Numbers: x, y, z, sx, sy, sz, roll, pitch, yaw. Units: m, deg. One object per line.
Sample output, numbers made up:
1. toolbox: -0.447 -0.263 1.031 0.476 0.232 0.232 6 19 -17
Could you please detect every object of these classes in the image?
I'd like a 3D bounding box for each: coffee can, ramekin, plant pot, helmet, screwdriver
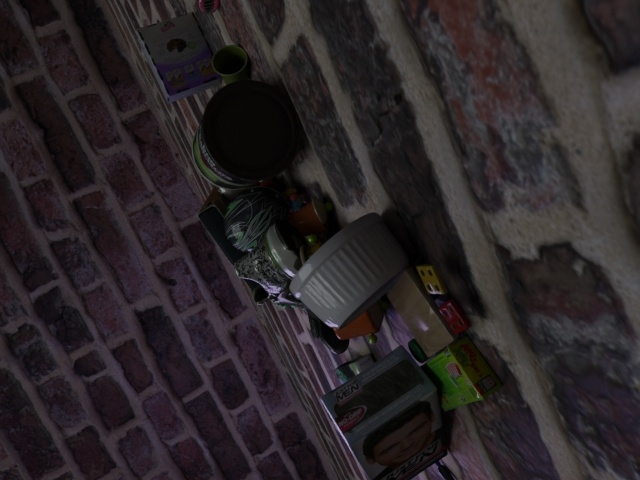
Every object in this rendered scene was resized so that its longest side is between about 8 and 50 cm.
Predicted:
1. coffee can: -0.179 -0.224 1.102 0.201 0.201 0.275 66 163 -9
2. ramekin: 0.058 0.060 0.843 0.109 0.207 0.207 49 160 14
3. plant pot: -0.203 -0.399 1.143 0.083 0.083 0.079 57 175 18
4. helmet: -0.156 -0.049 1.191 0.169 0.169 0.161 67 170 -12
5. screwdriver: 0.277 0.539 1.214 0.025 0.024 0.170 38 -175 -41

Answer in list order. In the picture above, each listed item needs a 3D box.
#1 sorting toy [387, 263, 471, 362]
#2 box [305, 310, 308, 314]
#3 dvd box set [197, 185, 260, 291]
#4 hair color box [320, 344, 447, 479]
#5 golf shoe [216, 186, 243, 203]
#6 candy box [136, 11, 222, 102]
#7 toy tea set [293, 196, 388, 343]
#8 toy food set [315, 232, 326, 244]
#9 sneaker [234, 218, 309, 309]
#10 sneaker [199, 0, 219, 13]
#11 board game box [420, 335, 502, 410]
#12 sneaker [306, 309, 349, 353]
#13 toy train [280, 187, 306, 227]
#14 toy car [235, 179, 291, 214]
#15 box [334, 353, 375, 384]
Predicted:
1. sorting toy: 0.181 0.113 0.812 0.132 0.046 0.274 57 163 19
2. box: -0.073 0.149 1.630 0.186 0.038 0.145 51 159 38
3. dvd box set: -0.238 -0.016 1.481 0.308 0.062 0.420 56 -177 -16
4. hair color box: 0.145 0.388 1.000 0.113 0.185 0.374 51 168 42
5. golf shoe: -0.242 -0.230 1.366 0.120 0.105 0.273 -10 92 46
6. candy box: -0.392 -0.510 1.357 0.196 0.165 0.070 65 162 -6
7. toy tea set: 0.053 0.061 1.069 0.336 0.124 0.200 64 -167 -14
8. toy food set: 0.000 0.000 1.222 0.122 0.019 0.078 58 162 14
9. sneaker: -0.075 0.106 1.201 0.410 0.182 0.158 53 -166 -49
10. sneaker: -0.258 -0.574 1.097 0.119 0.047 0.057 100 159 -60
11. board game box: 0.235 0.236 0.845 0.092 0.043 0.181 58 162 19
12. sneaker: 0.027 0.266 1.436 0.227 0.087 0.130 48 160 48
13. toy train: -0.057 -0.072 1.226 0.166 0.046 0.125 158 92 -76
14. toy car: -0.137 -0.083 1.337 0.136 0.159 0.182 -5 116 32
15. box: 0.144 0.457 1.419 0.232 0.058 0.322 59 162 12
